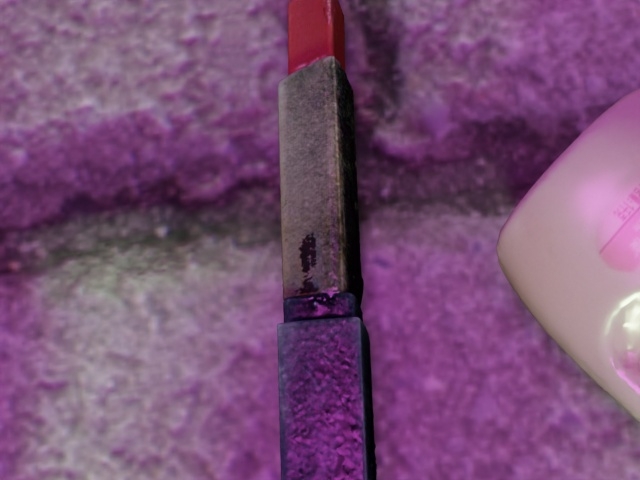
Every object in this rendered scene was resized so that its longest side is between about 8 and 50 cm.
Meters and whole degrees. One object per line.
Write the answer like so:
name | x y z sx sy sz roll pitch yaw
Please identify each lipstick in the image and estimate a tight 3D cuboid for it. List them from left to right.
lipstick | 0.000 0.000 1.099 0.051 0.051 0.312 -6 69 9

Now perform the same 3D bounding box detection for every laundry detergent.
laundry detergent | 0.254 0.068 1.008 0.159 0.088 0.335 -46 71 -1
